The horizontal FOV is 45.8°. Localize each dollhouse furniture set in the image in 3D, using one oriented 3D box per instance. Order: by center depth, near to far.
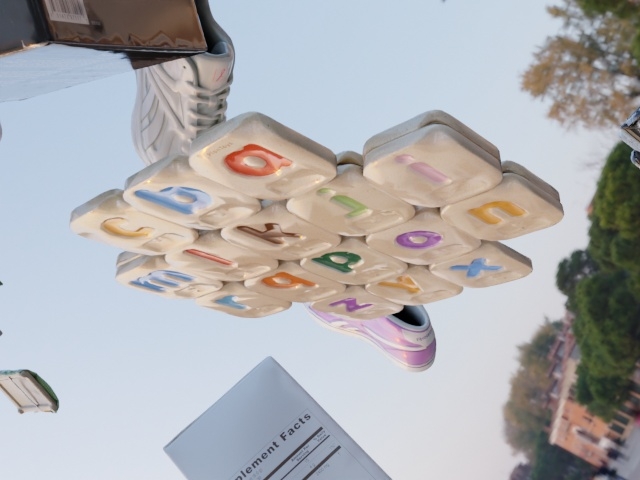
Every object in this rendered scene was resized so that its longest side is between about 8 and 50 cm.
[{"bbox_3d":[-0.324,0.113,0.796,0.151,0.076,0.058,57,-138,-22],"label":"dollhouse furniture set"}]

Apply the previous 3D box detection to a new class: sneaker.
[{"bbox_3d":[-0.122,-0.139,0.709,0.090,0.115,0.232,-28,-69,-38],"label":"sneaker"},{"bbox_3d":[0.074,0.099,1.286,0.102,0.282,0.161,-51,-31,-25],"label":"sneaker"}]

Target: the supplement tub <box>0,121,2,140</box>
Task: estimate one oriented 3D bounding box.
[{"bbox_3d":[-0.499,-0.173,1.093,0.071,0.107,0.071,-12,-60,-20],"label":"supplement tub"}]

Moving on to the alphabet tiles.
[{"bbox_3d":[0.000,0.000,0.492,0.278,0.284,0.021,21,-121,-43],"label":"alphabet tiles"}]

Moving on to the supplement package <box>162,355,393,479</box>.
[{"bbox_3d":[-0.018,0.320,0.913,0.175,0.293,0.177,-40,-31,-16],"label":"supplement package"}]

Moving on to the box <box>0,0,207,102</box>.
[{"bbox_3d":[-0.213,-0.156,0.518,0.261,0.184,0.103,-53,-51,-74],"label":"box"}]

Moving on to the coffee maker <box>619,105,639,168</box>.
[{"bbox_3d":[0.424,-0.101,0.806,0.120,0.178,0.171,-51,-11,28],"label":"coffee maker"}]
